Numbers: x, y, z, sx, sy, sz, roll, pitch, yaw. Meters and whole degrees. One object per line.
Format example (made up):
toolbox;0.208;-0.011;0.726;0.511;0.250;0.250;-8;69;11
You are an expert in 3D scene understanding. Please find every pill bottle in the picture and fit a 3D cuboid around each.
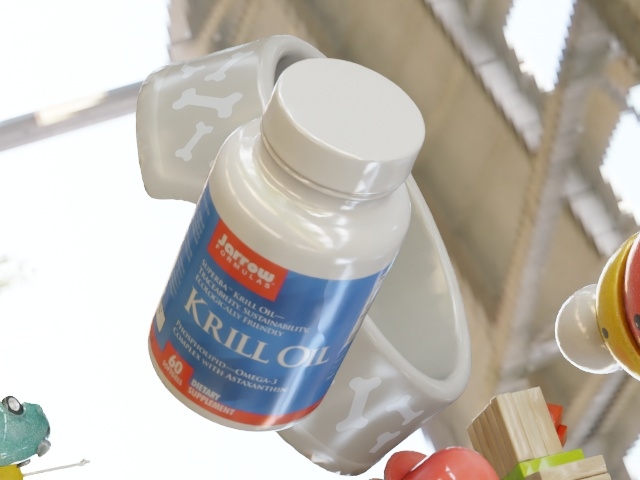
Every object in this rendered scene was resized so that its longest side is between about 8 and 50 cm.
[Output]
pill bottle;-0.019;0.002;1.102;0.124;0.124;0.221;58;-40;35

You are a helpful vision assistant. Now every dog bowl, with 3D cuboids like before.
dog bowl;0.000;0.000;1.389;0.349;0.102;0.349;51;22;-31

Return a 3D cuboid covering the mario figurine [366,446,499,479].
mario figurine;0.028;0.280;1.469;0.170;0.320;0.198;37;21;3

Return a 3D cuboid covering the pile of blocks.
pile of blocks;0.297;0.313;2.061;0.362;0.112;0.149;-121;-150;-42

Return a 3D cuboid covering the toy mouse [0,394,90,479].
toy mouse;-0.200;0.120;0.972;0.143;0.161;0.031;98;-25;-58

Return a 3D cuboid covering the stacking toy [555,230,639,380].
stacking toy;0.457;0.082;2.221;0.480;0.350;0.350;-29;-101;57
